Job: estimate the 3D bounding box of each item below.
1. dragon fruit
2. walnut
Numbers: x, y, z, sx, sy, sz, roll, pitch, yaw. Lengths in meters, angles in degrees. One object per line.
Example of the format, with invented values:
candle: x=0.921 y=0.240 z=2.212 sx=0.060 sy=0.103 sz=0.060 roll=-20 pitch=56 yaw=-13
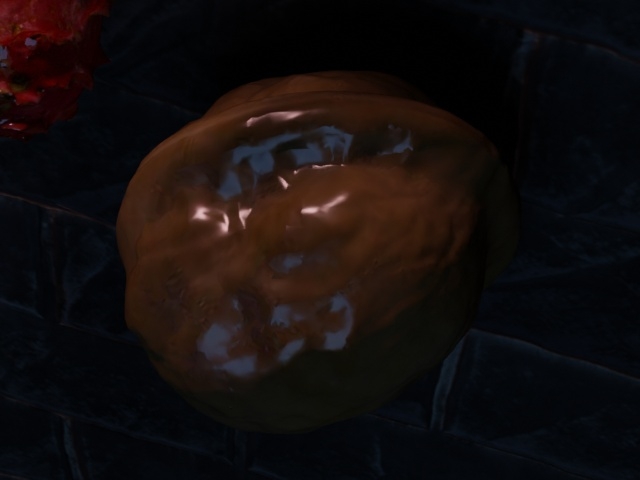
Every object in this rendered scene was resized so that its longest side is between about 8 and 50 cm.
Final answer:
dragon fruit: x=-0.302 y=-0.227 z=1.680 sx=0.210 sy=0.205 sz=0.268 roll=-11 pitch=101 yaw=2
walnut: x=-0.011 y=0.010 z=1.688 sx=0.384 sy=0.383 sz=0.383 roll=14 pitch=145 yaw=10
